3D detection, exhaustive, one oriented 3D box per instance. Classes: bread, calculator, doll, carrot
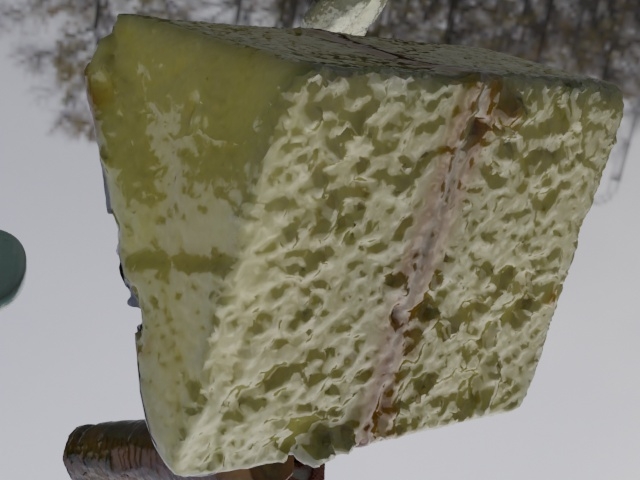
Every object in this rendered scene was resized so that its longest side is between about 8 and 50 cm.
[{"bbox_3d":[0.000,0.000,0.735,0.263,0.236,0.198,-2,-162,-39],"label":"bread"},{"bbox_3d":[-0.473,0.028,1.652,0.184,0.042,0.295,6,-158,-14],"label":"calculator"},{"bbox_3d":[0.033,-0.284,1.379,0.149,0.278,0.175,19,-133,-18],"label":"doll"},{"bbox_3d":[-0.121,0.173,1.019,0.070,0.070,0.260,-8,180,-44],"label":"carrot"}]

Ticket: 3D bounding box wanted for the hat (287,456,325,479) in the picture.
[{"bbox_3d":[-0.067,0.340,1.688,0.093,0.162,0.112,26,-154,-8],"label":"hat"}]
